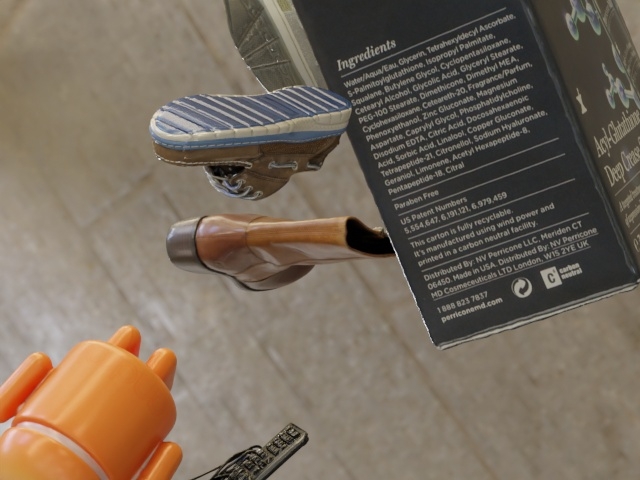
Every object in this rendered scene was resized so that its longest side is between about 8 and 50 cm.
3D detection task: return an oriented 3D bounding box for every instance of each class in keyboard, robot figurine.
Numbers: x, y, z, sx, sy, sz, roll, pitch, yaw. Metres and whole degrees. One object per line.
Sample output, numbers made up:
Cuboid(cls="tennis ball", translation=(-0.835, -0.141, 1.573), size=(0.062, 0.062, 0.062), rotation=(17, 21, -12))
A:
Cuboid(cls="keyboard", translation=(-0.097, 0.227, 1.559), size=(0.038, 0.192, 0.100), rotation=(51, 170, -6))
Cuboid(cls="robot figurine", translation=(-0.223, 0.182, 1.613), size=(0.128, 0.219, 0.158), rotation=(-9, 126, 48))

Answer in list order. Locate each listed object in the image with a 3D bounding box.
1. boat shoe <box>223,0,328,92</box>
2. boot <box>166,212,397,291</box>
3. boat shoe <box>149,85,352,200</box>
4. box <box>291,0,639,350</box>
Cuboid(cls="boat shoe", translation=(-0.060, -0.302, 1.987), size=(0.320, 0.103, 0.118), rotation=(65, 156, -3))
Cuboid(cls="boot", translation=(0.000, 0.000, 2.058), size=(0.280, 0.096, 0.264), rotation=(-5, 165, 35))
Cuboid(cls="boat shoe", translation=(-0.047, -0.062, 1.187), size=(0.066, 0.183, 0.066), rotation=(31, 117, 36))
Cuboid(cls="box", translation=(0.168, -0.142, 1.620), size=(0.212, 0.293, 0.395), rotation=(-21, 96, 26))
